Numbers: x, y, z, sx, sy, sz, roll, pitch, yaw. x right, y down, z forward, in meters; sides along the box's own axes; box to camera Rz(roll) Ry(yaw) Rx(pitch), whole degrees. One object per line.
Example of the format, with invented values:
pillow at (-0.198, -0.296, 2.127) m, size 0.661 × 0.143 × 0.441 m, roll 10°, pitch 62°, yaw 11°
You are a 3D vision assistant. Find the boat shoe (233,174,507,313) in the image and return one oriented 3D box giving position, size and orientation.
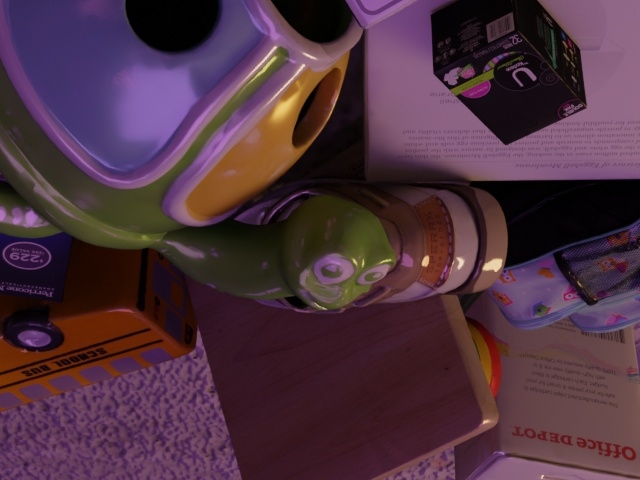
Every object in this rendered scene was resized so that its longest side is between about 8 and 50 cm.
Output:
boat shoe at (0.000, 0.000, 1.049) m, size 0.103 × 0.113 × 0.302 m, roll -1°, pitch 175°, yaw -37°

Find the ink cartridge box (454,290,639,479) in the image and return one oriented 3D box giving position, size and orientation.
ink cartridge box at (0.203, 0.130, 1.255) m, size 0.154 × 0.212 × 0.093 m, roll 12°, pitch 142°, yaw -16°

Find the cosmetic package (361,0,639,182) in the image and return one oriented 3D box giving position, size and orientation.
cosmetic package at (0.139, -0.159, 0.932) m, size 0.224 × 0.138 × 0.224 m, roll 0°, pitch 141°, yaw 1°

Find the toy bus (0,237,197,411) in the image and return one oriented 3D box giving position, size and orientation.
toy bus at (-0.286, 0.081, 1.280) m, size 0.333 × 0.108 × 0.130 m, roll -18°, pitch 141°, yaw 22°

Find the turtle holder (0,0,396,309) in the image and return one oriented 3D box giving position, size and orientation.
turtle holder at (-0.093, -0.104, 0.850) m, size 0.227 × 0.320 × 0.243 m, roll -19°, pitch 169°, yaw 34°

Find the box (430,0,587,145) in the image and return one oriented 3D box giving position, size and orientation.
box at (0.115, -0.109, 0.842) m, size 0.062 × 0.052 × 0.083 m, roll -23°, pitch 138°, yaw 30°

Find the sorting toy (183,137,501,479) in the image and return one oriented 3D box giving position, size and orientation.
sorting toy at (0.026, 0.081, 1.171) m, size 0.257 × 0.255 × 0.089 m, roll -32°, pitch 156°, yaw 35°

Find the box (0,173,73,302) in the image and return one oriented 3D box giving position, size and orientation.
box at (-0.323, -0.054, 1.108) m, size 0.261 × 0.103 × 0.184 m, roll 8°, pitch 145°, yaw -11°

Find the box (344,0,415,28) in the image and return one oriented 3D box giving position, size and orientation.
box at (0.021, -0.277, 0.705) m, size 0.169 × 0.087 × 0.290 m, roll -27°, pitch 113°, yaw 14°

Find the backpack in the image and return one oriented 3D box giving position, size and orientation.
backpack at (0.208, -0.012, 1.105) m, size 0.188 × 0.166 × 0.144 m, roll -17°, pitch 130°, yaw 25°
